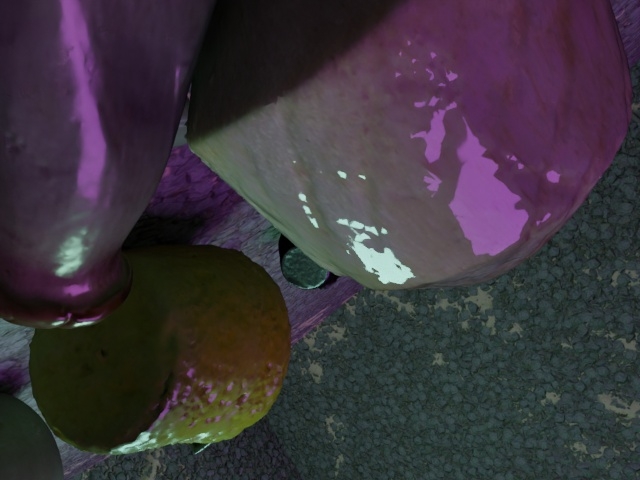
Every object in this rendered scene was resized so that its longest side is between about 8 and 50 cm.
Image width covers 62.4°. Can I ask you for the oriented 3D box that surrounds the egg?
[{"bbox_3d":[-0.618,0.468,0.965,0.278,0.336,0.278,-27,162,-9],"label":"egg"}]

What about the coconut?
[{"bbox_3d":[0.068,-0.166,0.490,0.344,0.415,0.415,-29,170,25],"label":"coconut"}]

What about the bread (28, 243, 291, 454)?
[{"bbox_3d":[-0.253,0.169,0.840,0.348,0.348,0.307,-40,159,19],"label":"bread"}]

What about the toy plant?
[{"bbox_3d":[0.000,0.000,1.236,0.218,0.175,0.235,-35,-165,29],"label":"toy plant"}]

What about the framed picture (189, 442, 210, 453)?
[{"bbox_3d":[-0.235,0.212,1.021,0.240,0.324,0.020,-43,157,23],"label":"framed picture"}]

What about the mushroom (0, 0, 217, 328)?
[{"bbox_3d":[-0.167,-0.110,0.373,0.154,0.137,0.407,-46,163,-55],"label":"mushroom"}]

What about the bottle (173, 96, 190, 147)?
[{"bbox_3d":[-0.224,-0.110,0.507,0.201,0.072,0.072,-21,160,-43],"label":"bottle"}]
